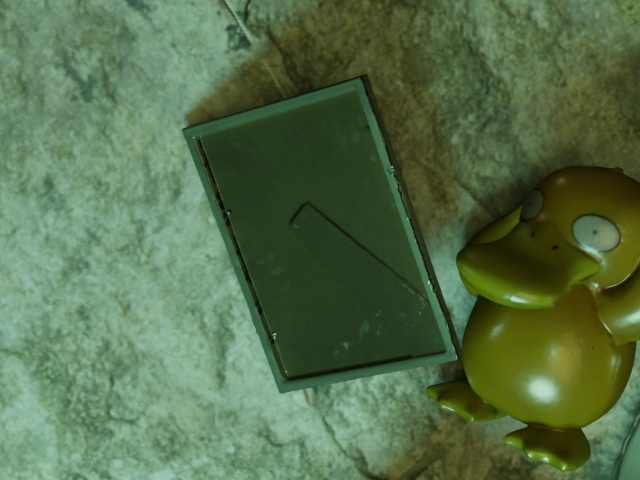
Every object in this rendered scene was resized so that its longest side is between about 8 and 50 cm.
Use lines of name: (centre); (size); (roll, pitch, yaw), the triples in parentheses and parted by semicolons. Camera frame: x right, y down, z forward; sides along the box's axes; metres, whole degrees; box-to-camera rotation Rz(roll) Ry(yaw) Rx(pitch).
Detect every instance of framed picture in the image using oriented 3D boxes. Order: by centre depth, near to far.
framed picture: (0.000, 0.000, 1.279); (0.184, 0.016, 0.250); (-15, 102, 31)

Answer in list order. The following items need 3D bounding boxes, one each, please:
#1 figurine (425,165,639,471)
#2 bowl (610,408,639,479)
figurine: (0.202, 0.058, 1.303); (0.215, 0.215, 0.228); (-9, 122, -9)
bowl: (0.426, 0.246, 1.356); (0.313, 0.146, 0.313); (-9, 68, 22)
